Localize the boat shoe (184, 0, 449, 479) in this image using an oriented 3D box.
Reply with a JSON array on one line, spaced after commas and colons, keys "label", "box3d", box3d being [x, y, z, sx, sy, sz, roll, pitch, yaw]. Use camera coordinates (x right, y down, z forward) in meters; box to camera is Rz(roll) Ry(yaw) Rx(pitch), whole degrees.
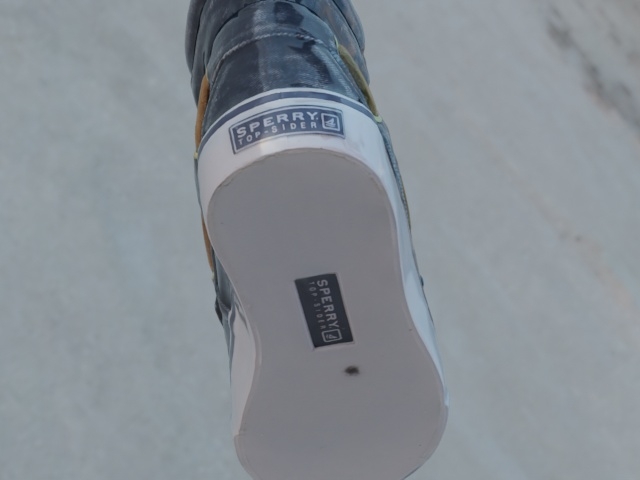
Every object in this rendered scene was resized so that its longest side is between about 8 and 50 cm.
[{"label": "boat shoe", "box3d": [0.000, 0.000, 0.539, 0.183, 0.065, 0.083, 84, 0, -52]}]
